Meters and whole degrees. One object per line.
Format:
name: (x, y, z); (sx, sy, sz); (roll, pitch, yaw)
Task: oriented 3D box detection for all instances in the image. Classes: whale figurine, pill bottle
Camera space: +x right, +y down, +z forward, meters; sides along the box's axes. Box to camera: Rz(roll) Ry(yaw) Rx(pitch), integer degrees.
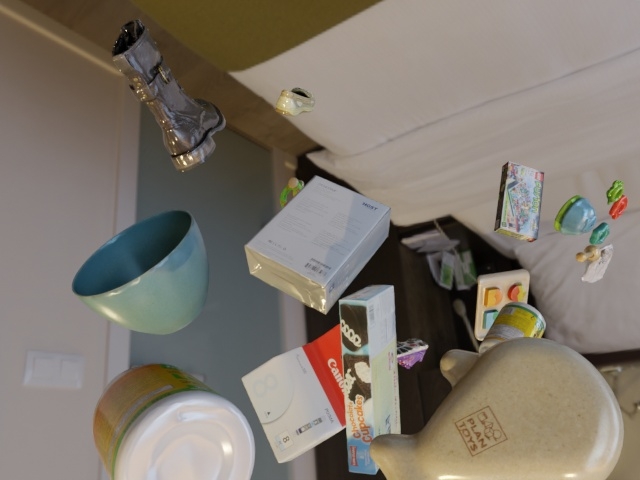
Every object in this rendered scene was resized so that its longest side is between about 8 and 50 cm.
whale figurine: (0.199, 0.229, 0.634); (0.272, 0.216, 0.141); (-27, 145, 0)
pill bottle: (-0.182, 0.216, 0.629); (0.137, 0.136, 0.246); (8, 175, -29)
pill bottle: (0.466, 0.260, 1.365); (0.118, 0.208, 0.117); (27, 143, 23)

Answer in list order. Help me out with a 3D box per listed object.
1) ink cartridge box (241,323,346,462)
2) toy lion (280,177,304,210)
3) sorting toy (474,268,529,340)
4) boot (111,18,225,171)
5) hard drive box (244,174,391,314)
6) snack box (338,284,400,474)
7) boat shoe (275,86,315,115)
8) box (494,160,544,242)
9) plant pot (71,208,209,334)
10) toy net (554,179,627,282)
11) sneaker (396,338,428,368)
ink cartridge box: (-0.034, 0.495, 1.811); (0.385, 0.308, 0.091); (-35, 154, 10)
toy lion: (-0.058, -0.076, 1.235); (0.096, 0.100, 0.034); (-46, 153, 16)
sorting toy: (0.576, 0.203, 1.730); (0.193, 0.208, 0.038); (-6, -168, -20)
boot: (-0.255, -0.262, 0.931); (0.091, 0.263, 0.229); (-22, 123, 7)
hard drive box: (0.000, 0.000, 1.057); (0.181, 0.232, 0.089); (27, 145, 24)
snack box: (0.101, 0.259, 1.078); (0.060, 0.321, 0.187); (-2, -177, 23)
boat shoe: (-0.045, -0.286, 1.102); (0.056, 0.048, 0.153); (22, -153, 14)
box: (0.551, -0.108, 1.523); (0.114, 0.206, 0.036); (15, 161, -7)
plant pot: (-0.364, 0.094, 1.225); (0.290, 0.290, 0.195); (-14, 121, 22)
toy net: (0.472, -0.011, 0.951); (0.122, 0.045, 0.232); (-44, 138, -5)
sneaker: (0.218, 0.301, 1.425); (0.170, 0.071, 0.068); (2, -170, -40)
